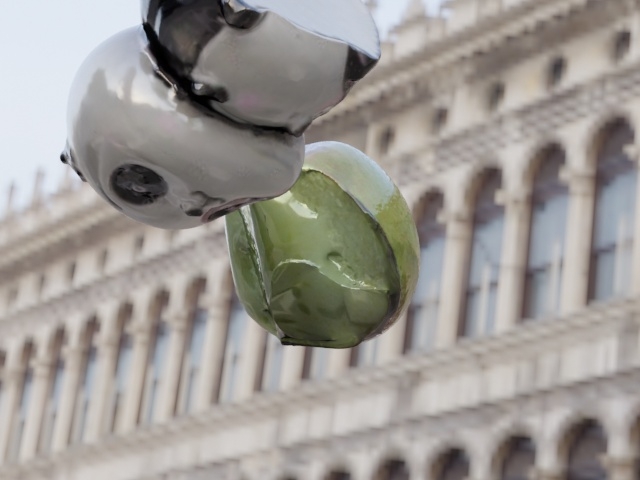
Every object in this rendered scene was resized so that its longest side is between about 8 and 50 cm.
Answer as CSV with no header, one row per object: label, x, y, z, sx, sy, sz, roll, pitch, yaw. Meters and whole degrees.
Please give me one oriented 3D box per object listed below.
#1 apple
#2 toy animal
apple,0.000,0.000,1.837,0.174,0.188,0.207,-16,15,-35
toy animal,-0.083,-0.113,1.443,0.187,0.165,0.235,18,-61,-37
